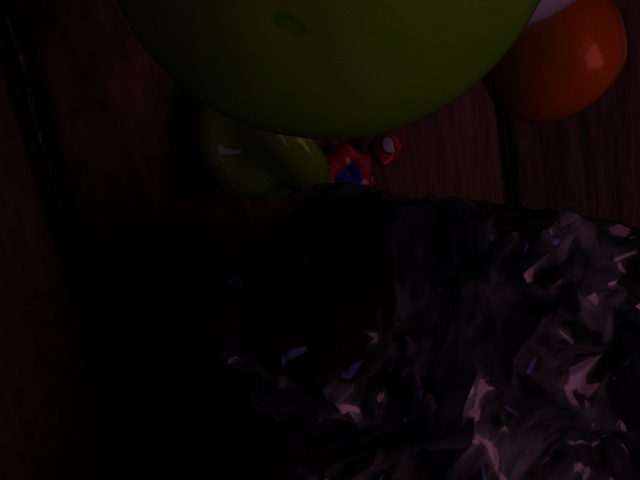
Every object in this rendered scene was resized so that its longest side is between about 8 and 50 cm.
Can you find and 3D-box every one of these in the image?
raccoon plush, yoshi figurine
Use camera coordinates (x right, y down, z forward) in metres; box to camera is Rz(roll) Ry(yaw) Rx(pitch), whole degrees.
[{"bbox_3d":[0.092,0.158,0.535,0.446,0.216,0.299,20,82,-70],"label":"raccoon plush"},{"bbox_3d":[0.039,-0.094,0.465,0.362,0.203,0.203,3,104,-55],"label":"yoshi figurine"}]

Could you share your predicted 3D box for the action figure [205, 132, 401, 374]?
[{"bbox_3d":[0.000,0.000,0.585,0.115,0.030,0.038,-58,138,-32],"label":"action figure"}]
